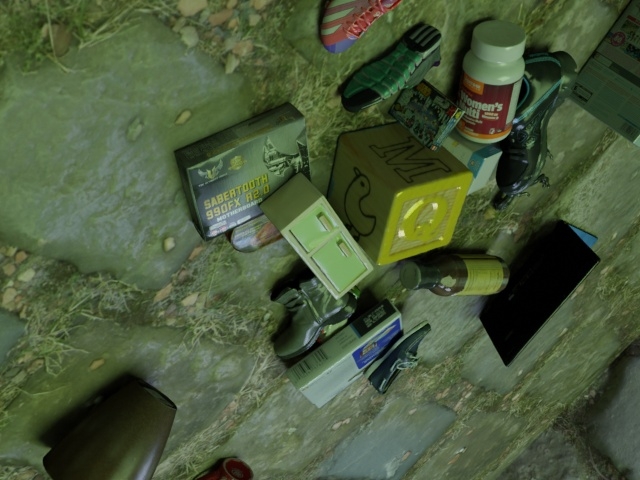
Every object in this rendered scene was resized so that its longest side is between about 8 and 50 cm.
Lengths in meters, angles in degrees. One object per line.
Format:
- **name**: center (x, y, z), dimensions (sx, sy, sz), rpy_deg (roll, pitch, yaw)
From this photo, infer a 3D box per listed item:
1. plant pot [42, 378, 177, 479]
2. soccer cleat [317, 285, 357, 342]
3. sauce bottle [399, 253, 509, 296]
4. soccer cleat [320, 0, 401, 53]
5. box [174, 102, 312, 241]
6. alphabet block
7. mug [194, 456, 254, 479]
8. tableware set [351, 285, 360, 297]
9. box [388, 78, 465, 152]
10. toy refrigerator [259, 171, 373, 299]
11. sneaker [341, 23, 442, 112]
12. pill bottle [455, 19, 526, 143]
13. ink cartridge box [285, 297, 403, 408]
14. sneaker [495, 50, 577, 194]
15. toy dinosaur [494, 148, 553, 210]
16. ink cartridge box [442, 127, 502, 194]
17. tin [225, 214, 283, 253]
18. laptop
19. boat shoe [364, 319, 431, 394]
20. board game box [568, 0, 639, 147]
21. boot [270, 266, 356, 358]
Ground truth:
- **plant pot**: center (-0.402, 0.407, 1.575), dimensions (0.230, 0.215, 0.215), rpy_deg (-53, 144, -7)
- **soccer cleat**: center (0.041, 0.163, 1.815), dimensions (0.076, 0.068, 0.196), rpy_deg (-11, 140, -44)
- **sauce bottle**: center (0.337, 0.086, 1.957), dimensions (0.344, 0.111, 0.111), rpy_deg (3, 125, -41)
- **soccer cleat**: center (0.078, -0.381, 1.230), dimensions (0.083, 0.095, 0.248), rpy_deg (-5, 147, -39)
- **box**: center (-0.129, -0.120, 1.377), dimensions (0.231, 0.056, 0.183), rpy_deg (-26, 142, -19)
- **alphabet block**: center (0.150, -0.098, 1.528), dimensions (0.193, 0.197, 0.192), rpy_deg (-17, 137, -28)
- **mug**: center (-0.264, 0.660, 2.010), dimensions (0.150, 0.113, 0.169), rpy_deg (12, 116, -49)
- **tableware set**: center (0.032, 0.070, 1.673), dimensions (0.024, 0.104, 0.154), rpy_deg (-42, 142, 5)
- **box**: center (0.199, -0.244, 1.472), dimensions (0.027, 0.137, 0.094), rpy_deg (11, 119, -47)
- **toy refrigerator**: center (0.000, 0.000, 1.475), dimensions (0.102, 0.094, 0.269), rpy_deg (-40, 140, -3)
- **sneaker**: center (0.140, -0.292, 1.422), dimensions (0.223, 0.083, 0.098), rpy_deg (-38, 148, -5)
- **pill bottle**: center (0.337, -0.313, 1.536), dimensions (0.121, 0.121, 0.221), rpy_deg (-24, 140, -21)
- **ink cartridge box**: center (0.073, 0.289, 1.943), dimensions (0.303, 0.072, 0.307), rpy_deg (-37, 162, -6)
- **sneaker**: center (0.434, -0.257, 1.703), dimensions (0.139, 0.125, 0.341), rpy_deg (-3, 123, -23)
- **toy dinosaur**: center (0.510, -0.174, 1.885), dimensions (0.118, 0.064, 0.268), rpy_deg (-8, 129, -27)
- **ink cartridge box**: center (0.287, -0.178, 1.626), dimensions (0.090, 0.143, 0.092), rpy_deg (-24, 144, -49)
- **tin**: center (-0.097, -0.044, 1.501), dimensions (0.189, 0.040, 0.106), rpy_deg (-26, 145, -19)
- **laptop**: center (0.677, 0.164, 2.237), dimensions (0.236, 0.408, 0.382), rpy_deg (30, 108, -17)
- **boat shoe**: center (0.211, 0.305, 2.005), dimensions (0.254, 0.079, 0.095), rpy_deg (-49, 159, 26)
- **board game box**: center (0.727, -0.387, 1.719), dimensions (0.097, 0.224, 0.303), rpy_deg (10, 121, -45)
- **boot**: center (-0.055, 0.153, 1.714), dimensions (0.246, 0.083, 0.161), rpy_deg (-39, 125, 23)
